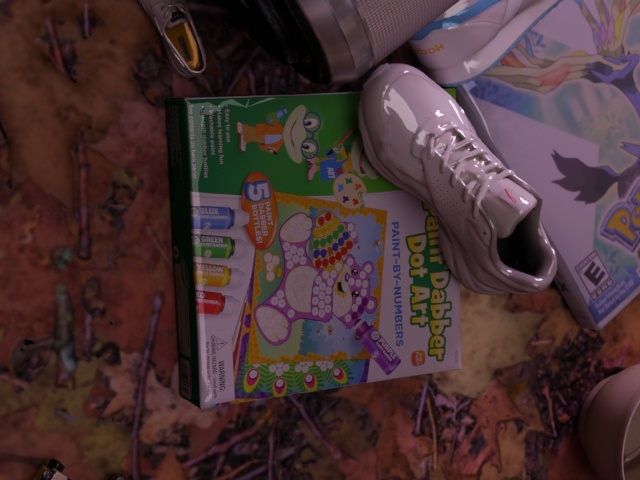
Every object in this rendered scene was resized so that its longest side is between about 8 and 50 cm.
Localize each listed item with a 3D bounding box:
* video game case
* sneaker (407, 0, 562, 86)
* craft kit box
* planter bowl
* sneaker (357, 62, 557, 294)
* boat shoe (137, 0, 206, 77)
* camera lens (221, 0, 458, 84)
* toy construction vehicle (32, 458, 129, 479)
[{"bbox_3d":[0.302,-0.130,1.108,0.329,0.036,0.300,-39,110,-16],"label":"video game case"},{"bbox_3d":[0.156,-0.237,0.986,0.229,0.087,0.092,-50,127,-20],"label":"sneaker"},{"bbox_3d":[0.000,0.000,0.972,0.246,0.061,0.250,-7,98,-27],"label":"craft kit box"},{"bbox_3d":[0.317,0.184,1.109,0.162,0.109,0.162,-3,98,-25],"label":"planter bowl"},{"bbox_3d":[0.123,-0.049,0.931,0.090,0.115,0.232,-46,112,-15],"label":"sneaker"},{"bbox_3d":[-0.116,-0.174,0.907,0.035,0.035,0.100,-26,106,-20],"label":"boat shoe"},{"bbox_3d":[0.040,-0.265,0.848,0.274,0.219,0.219,-38,110,-5],"label":"camera lens"},{"bbox_3d":[-0.201,0.215,0.914,0.086,0.035,0.098,38,82,-35],"label":"toy construction vehicle"}]
